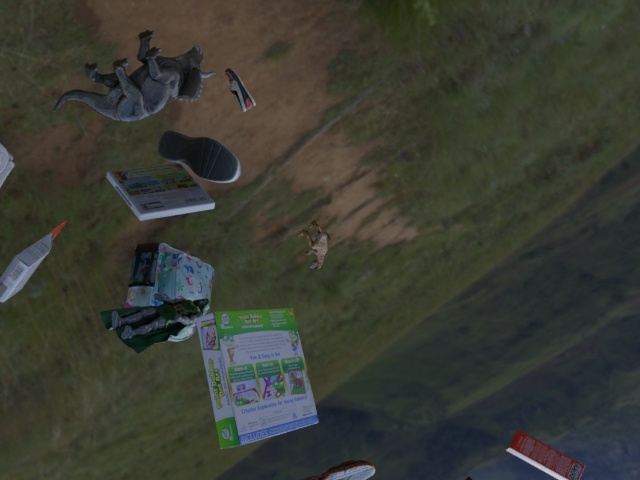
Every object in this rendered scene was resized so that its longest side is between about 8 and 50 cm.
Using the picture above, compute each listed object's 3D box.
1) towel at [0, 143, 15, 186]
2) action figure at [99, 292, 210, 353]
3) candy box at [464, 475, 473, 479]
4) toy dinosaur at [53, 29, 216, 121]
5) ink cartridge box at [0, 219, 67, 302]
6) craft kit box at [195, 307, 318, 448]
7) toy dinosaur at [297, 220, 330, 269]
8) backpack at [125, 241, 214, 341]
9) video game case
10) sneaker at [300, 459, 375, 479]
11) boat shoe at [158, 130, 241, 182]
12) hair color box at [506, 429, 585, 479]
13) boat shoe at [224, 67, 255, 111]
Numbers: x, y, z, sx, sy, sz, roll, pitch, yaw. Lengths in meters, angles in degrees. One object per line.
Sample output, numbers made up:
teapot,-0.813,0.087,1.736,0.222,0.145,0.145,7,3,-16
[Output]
towel,-0.580,-0.110,0.964,0.282,0.049,0.187,35,81,-48
action figure,-0.321,0.156,1.463,0.232,0.137,0.064,-12,135,-51
candy box,0.169,0.393,0.887,0.109,0.053,0.187,-34,137,-25
toy dinosaur,-0.340,-0.287,1.328,0.313,0.121,0.160,-35,139,-13
ink cartridge box,-0.821,0.059,2.026,0.189,0.066,0.232,-43,-178,32
craft kit box,-0.119,0.258,1.375,0.060,0.247,0.249,-18,167,33
toy dinosaur,0.000,0.000,1.855,0.064,0.112,0.212,-31,159,-22
backpack,-0.412,0.149,1.915,0.190,0.254,0.225,3,164,28
video game case,-0.436,-0.137,1.921,0.226,0.206,0.026,-13,136,-39
sneaker,0.042,0.722,2.020,0.262,0.121,0.099,-20,174,-3
boat shoe,-0.344,-0.245,2.075,0.103,0.320,0.118,11,97,-56
hair color box,0.534,0.518,1.677,0.053,0.167,0.093,-58,163,-13
boat shoe,-0.240,-0.435,2.026,0.043,0.137,0.049,-33,179,-12
